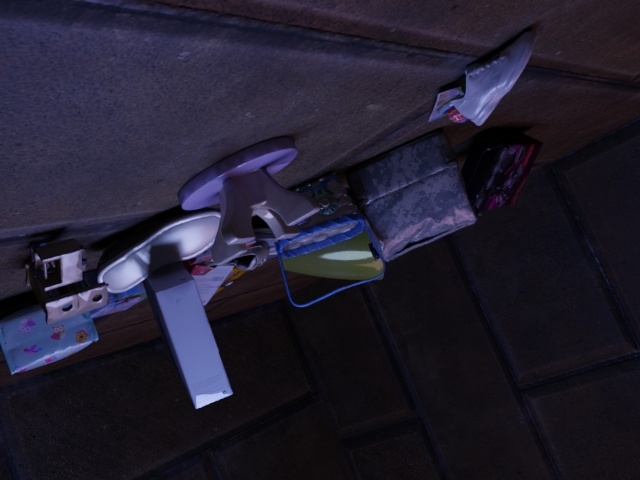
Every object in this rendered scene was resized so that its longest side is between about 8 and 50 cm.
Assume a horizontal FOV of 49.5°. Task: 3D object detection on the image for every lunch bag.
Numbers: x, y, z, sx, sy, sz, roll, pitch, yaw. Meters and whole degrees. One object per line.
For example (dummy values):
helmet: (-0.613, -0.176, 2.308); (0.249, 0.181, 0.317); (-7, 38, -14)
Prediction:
lunch bag: (-0.695, 0.224, 1.750); (0.223, 0.160, 0.262); (-20, -176, -23)
lunch bag: (0.241, -0.108, 1.841); (0.305, 0.256, 0.212); (-23, 172, 4)

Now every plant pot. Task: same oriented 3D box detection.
plant pot: (0.019, 0.002, 2.066); (0.293, 0.275, 0.275); (-8, 170, -5)

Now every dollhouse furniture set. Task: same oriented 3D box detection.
dollhouse furniture set: (-0.510, 0.046, 1.390); (0.129, 0.129, 0.184); (-18, 141, -33)

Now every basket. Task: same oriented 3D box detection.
basket: (0.000, 0.000, 1.758); (0.255, 0.289, 0.201); (-22, 172, -2)

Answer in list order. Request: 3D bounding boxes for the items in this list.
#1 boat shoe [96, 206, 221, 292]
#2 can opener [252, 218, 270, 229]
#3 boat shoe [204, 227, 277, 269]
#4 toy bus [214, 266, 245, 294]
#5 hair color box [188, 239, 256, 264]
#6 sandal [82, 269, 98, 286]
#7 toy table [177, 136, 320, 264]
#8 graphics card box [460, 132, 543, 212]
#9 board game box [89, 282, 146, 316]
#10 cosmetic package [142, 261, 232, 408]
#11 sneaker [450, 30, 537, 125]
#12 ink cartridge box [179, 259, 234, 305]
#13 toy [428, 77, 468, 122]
boat shoe: (-0.353, 0.004, 1.526); (0.305, 0.091, 0.109); (-29, 128, -2)
can opener: (-0.144, -0.050, 1.927); (0.186, 0.073, 0.059); (-24, -149, 30)
boat shoe: (-0.196, 0.028, 1.857); (0.302, 0.103, 0.113); (1, 157, -39)
toy bus: (-0.363, 0.121, 2.065); (0.332, 0.108, 0.130); (-35, 169, 26)
hair color box: (-0.254, -0.009, 1.705); (0.167, 0.093, 0.053); (-17, 170, -34)
sandal: (-0.520, 0.098, 1.804); (0.254, 0.054, 0.097); (-14, 168, -46)
toy table: (-0.140, -0.072, 1.377); (0.274, 0.161, 0.252); (-30, 170, 36)
graphics card box: (0.557, -0.219, 2.183); (0.371, 0.094, 0.233); (-10, 128, -53)
board game box: (-0.612, 0.180, 2.143); (0.211, 0.039, 0.160); (-28, 171, 35)
cosmetic package: (-0.334, 0.190, 1.645); (0.097, 0.284, 0.377); (-18, -164, -18)
sneaker: (0.330, -0.325, 1.345); (0.212, 0.094, 0.080); (-57, 180, 39)
ink cartridge box: (-0.336, 0.099, 1.880); (0.127, 0.072, 0.175); (2, 137, -46)
toy: (0.318, -0.298, 1.530); (0.137, 0.056, 0.237); (-22, 172, 2)
